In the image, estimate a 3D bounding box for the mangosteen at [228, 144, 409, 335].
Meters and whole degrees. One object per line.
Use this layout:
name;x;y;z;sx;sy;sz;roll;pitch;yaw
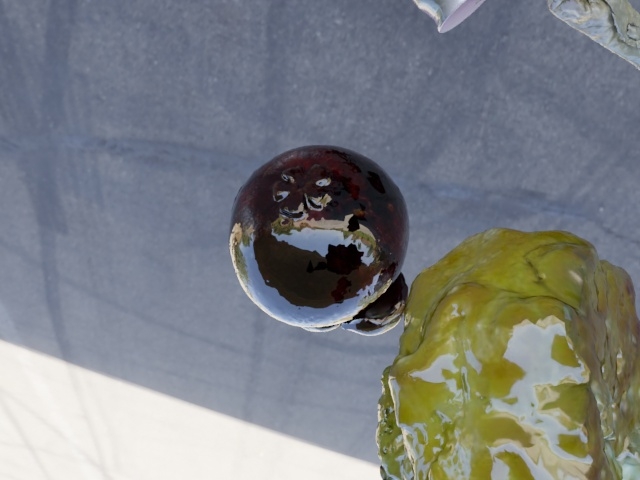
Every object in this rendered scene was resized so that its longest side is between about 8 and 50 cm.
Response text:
mangosteen;0.000;0.000;0.997;0.209;0.210;0.210;14;154;7

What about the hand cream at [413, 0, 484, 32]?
hand cream;0.037;-0.332;0.867;0.312;0.070;0.111;50;148;6

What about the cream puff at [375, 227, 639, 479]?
cream puff;0.132;0.125;0.672;0.185;0.282;0.282;-9;145;28

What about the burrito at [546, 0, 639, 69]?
burrito;0.224;-0.178;0.748;0.149;0.055;0.041;19;138;-43
